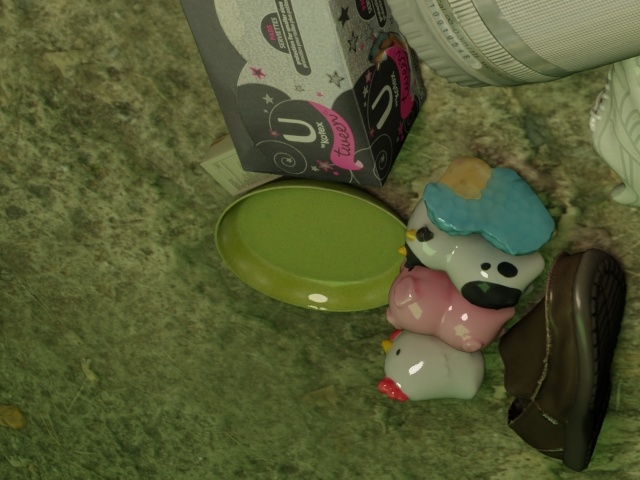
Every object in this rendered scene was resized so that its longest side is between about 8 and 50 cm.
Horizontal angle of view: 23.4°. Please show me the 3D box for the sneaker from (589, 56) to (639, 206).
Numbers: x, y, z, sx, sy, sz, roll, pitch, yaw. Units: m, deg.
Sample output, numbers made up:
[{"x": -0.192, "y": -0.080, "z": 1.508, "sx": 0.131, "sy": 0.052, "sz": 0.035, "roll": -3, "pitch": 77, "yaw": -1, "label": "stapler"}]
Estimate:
[{"x": 0.294, "y": -0.123, "z": 1.408, "sx": 0.118, "sy": 0.110, "sz": 0.292, "roll": 12, "pitch": 143, "yaw": 34, "label": "sneaker"}]

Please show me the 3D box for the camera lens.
[{"x": 0.207, "y": -0.245, "z": 1.199, "sx": 0.274, "sy": 0.219, "sz": 0.219, "roll": -13, "pitch": 129, "yaw": 42, "label": "camera lens"}]

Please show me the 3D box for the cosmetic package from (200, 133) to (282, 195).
[{"x": -0.074, "y": -0.095, "z": 1.723, "sx": 0.115, "sy": 0.041, "sz": 0.060, "roll": -18, "pitch": 126, "yaw": 45, "label": "cosmetic package"}]

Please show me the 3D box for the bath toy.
[{"x": 0.134, "y": 0.062, "z": 1.684, "sx": 0.151, "sy": 0.129, "sz": 0.348, "roll": 52, "pitch": 150, "yaw": 27, "label": "bath toy"}]

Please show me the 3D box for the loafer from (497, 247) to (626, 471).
[{"x": 0.256, "y": 0.139, "z": 1.727, "sx": 0.130, "sy": 0.134, "sz": 0.366, "roll": 15, "pitch": 143, "yaw": 16, "label": "loafer"}]

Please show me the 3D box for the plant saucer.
[{"x": 0.000, "y": 0.000, "z": 1.768, "sx": 0.241, "sy": 0.037, "sz": 0.241, "roll": 7, "pitch": 145, "yaw": 5, "label": "plant saucer"}]

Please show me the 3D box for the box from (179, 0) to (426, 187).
[{"x": -0.012, "y": -0.188, "z": 1.479, "sx": 0.163, "sy": 0.142, "sz": 0.247, "roll": 8, "pitch": 141, "yaw": 25, "label": "box"}]
